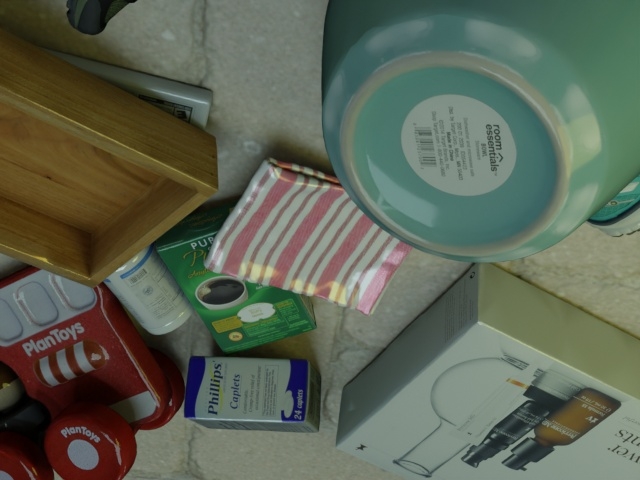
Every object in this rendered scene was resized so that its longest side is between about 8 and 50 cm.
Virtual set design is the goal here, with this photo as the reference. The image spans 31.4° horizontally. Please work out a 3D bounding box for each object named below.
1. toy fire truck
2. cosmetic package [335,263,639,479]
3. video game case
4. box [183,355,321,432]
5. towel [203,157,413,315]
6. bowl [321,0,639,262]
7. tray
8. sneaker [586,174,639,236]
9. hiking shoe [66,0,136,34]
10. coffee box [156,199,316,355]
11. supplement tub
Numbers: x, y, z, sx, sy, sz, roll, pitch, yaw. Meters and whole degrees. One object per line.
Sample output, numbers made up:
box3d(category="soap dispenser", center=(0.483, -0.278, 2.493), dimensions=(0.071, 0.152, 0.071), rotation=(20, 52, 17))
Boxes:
box3d(category="toy fire truck", center=(-0.320, 0.154, 1.302), dimensions=(0.302, 0.169, 0.254), rotation=(-22, 103, 26))
box3d(category="cosmetic package", center=(0.250, 0.207, 1.293), dimensions=(0.377, 0.097, 0.284), rotation=(26, 135, -16))
box3d(category="video game case", center=(-0.219, -0.097, 1.115), dimensions=(0.201, 0.023, 0.183), rotation=(14, 134, -6))
box3d(category="box", center=(-0.074, 0.175, 1.288), dimensions=(0.137, 0.072, 0.126), rotation=(1, 165, 7))
box3d(category="towel", center=(0.000, 0.000, 1.131), dimensions=(0.197, 0.029, 0.144), rotation=(16, 125, -24))
box3d(category="bowl", center=(0.123, -0.104, 0.909), dimensions=(0.311, 0.163, 0.312), rotation=(13, 130, 16))
box3d(category="tray", center=(-0.313, -0.097, 0.995), dimensions=(0.411, 0.076, 0.203), rotation=(26, 134, -36))
box3d(category="sneaker", center=(0.308, -0.104, 0.978), dimensions=(0.110, 0.107, 0.275), rotation=(36, 129, -13))
box3d(category="hiking shoe", center=(-0.118, -0.229, 0.925), dimensions=(0.114, 0.086, 0.227), rotation=(36, 128, -20))
box3d(category="coffee box", center=(-0.086, 0.040, 1.201), dimensions=(0.113, 0.040, 0.184), rotation=(-18, 133, 11))
box3d(category="supplement tub", center=(-0.187, 0.042, 1.212), dimensions=(0.071, 0.071, 0.107), rotation=(-15, 130, 22))
